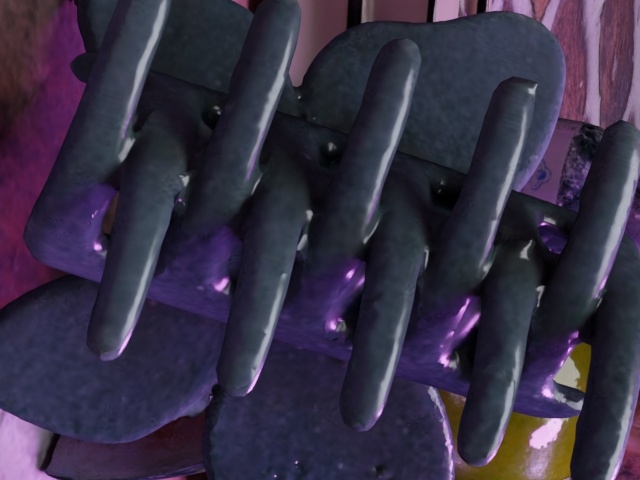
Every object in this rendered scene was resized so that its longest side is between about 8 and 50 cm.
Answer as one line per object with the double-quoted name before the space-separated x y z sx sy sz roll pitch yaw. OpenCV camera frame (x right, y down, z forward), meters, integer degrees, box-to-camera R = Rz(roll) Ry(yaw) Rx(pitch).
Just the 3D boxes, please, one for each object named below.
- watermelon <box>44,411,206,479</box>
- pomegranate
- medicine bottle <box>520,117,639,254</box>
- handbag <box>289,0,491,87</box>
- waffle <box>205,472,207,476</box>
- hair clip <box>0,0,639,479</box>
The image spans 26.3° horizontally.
"watermelon" -0.039 0.058 0.948 0.256 0.260 0.176 -74 154 -65
"pomegranate" 0.208 0.107 1.370 0.310 0.359 0.216 -21 117 -63
"medicine bottle" 0.178 -0.052 1.286 0.141 0.293 0.141 11 90 -70
"handbag" 0.067 -0.252 1.083 0.237 0.160 0.358 -48 144 -66
"waffle" -0.033 0.139 1.172 0.237 0.059 0.243 78 29 -48
"hair clip" 0.000 0.000 0.726 0.238 0.318 0.392 172 -63 -74
